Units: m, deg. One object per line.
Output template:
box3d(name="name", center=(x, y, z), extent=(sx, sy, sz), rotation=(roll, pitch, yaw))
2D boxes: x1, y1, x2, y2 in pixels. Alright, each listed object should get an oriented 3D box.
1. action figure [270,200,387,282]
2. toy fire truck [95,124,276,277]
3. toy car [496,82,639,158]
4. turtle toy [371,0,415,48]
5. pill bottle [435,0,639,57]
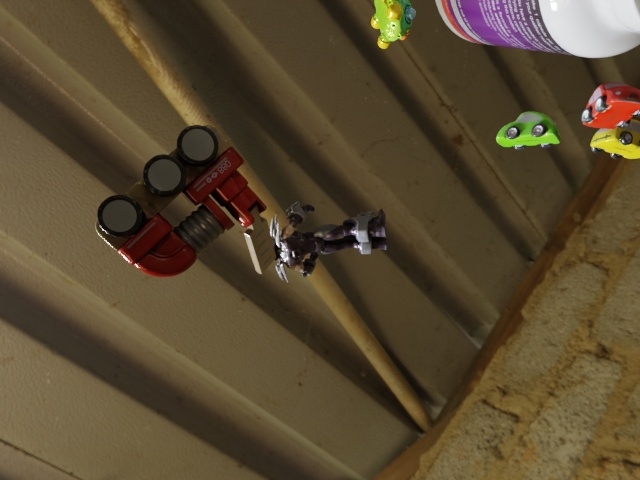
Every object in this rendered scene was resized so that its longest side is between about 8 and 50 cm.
box3d(name="action figure", center=(0.000, 0.000, 1.137), extent=(0.285, 0.099, 0.185), rotation=(-8, -44, -2))
box3d(name="toy fire truck", center=(-0.174, -0.017, 0.791), extent=(0.217, 0.158, 0.246), rotation=(-45, -76, -11))
box3d(name="toy car", center=(0.393, -0.183, 0.823), extent=(0.239, 0.225, 0.053), rotation=(19, -103, -53))
box3d(name="turtle toy", center=(0.137, -0.429, 0.974), extent=(0.066, 0.095, 0.130), rotation=(-9, -110, -12))
box3d(name="pill bottle", center=(0.282, -0.315, 0.611), extent=(0.182, 0.323, 0.181), rotation=(-8, -63, -16))
